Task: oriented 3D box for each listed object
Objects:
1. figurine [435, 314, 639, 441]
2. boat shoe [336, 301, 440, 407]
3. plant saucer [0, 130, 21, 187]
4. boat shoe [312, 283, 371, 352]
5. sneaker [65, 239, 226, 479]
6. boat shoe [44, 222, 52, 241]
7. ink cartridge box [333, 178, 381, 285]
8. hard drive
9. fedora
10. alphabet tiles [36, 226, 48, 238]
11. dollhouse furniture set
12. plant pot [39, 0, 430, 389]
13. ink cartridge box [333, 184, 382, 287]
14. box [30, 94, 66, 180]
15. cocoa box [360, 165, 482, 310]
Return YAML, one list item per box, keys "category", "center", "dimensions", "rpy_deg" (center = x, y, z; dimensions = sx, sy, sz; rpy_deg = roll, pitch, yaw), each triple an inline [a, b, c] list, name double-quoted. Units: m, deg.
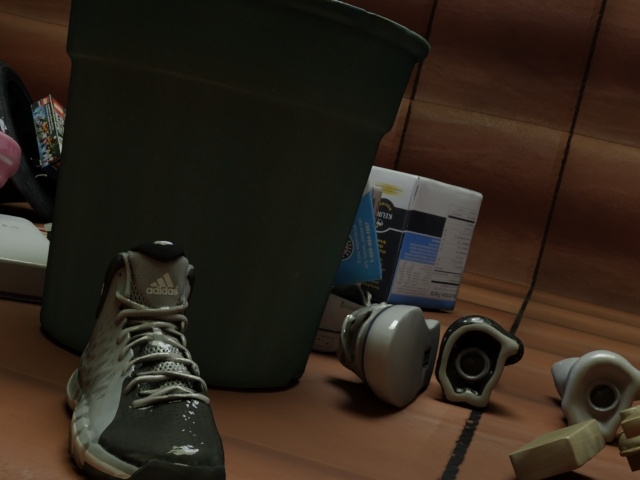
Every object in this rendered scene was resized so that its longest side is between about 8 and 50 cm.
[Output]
- category: "figurine"
  center: [0.234, 0.143, 1.129]
  dimensions: [0.215, 0.092, 0.209]
  rpy_deg: [15, 0, 7]
- category: "boat shoe"
  center: [0.060, 0.103, 1.019]
  dimensions: [0.088, 0.096, 0.267]
  rpy_deg: [10, 2, 14]
- category: "plant saucer"
  center: [-0.550, -0.099, 1.285]
  dimensions: [0.332, 0.084, 0.332]
  rpy_deg: [3, -11, 1]
- category: "boat shoe"
  center: [0.038, 0.089, 1.251]
  dimensions: [0.083, 0.075, 0.226]
  rpy_deg: [15, 4, 14]
- category: "sneaker"
  center: [-0.109, 0.067, 0.643]
  dimensions: [0.086, 0.132, 0.229]
  rpy_deg: [11, 4, -26]
- category: "boat shoe"
  center: [-0.283, 0.009, 1.365]
  dimensions: [0.081, 0.068, 0.228]
  rpy_deg: [2, -1, 23]
- category: "ink cartridge box"
  center: [-0.076, -0.038, 1.216]
  dimensions: [0.270, 0.198, 0.197]
  rpy_deg: [-8, 3, 2]
- category: "hard drive"
  center: [-0.407, 0.003, 1.160]
  dimensions: [0.210, 0.040, 0.319]
  rpy_deg: [11, 6, -26]
- category: "fedora"
  center: [-0.577, -0.157, 1.815]
  dimensions: [0.153, 0.333, 0.334]
  rpy_deg: [-17, 6, -3]
- category: "alphabet tiles"
  center: [-0.467, -0.010, 1.460]
  dimensions: [0.285, 0.011, 0.343]
  rpy_deg: [16, 5, 37]
- category: "dollhouse furniture set"
  center: [0.245, 0.195, 0.785]
  dimensions: [0.151, 0.123, 0.144]
  rpy_deg: [-23, -12, 22]
- category: "plant pot"
  center: [-0.102, -0.056, 0.964]
  dimensions: [0.341, 0.334, 0.341]
  rpy_deg: [13, 5, -1]
- category: "ink cartridge box"
  center: [0.000, 0.000, 1.507]
  dimensions: [0.115, 0.198, 0.273]
  rpy_deg: [14, 4, 11]
- category: "box"
  center: [-0.443, -0.144, 1.915]
  dimensions: [0.044, 0.159, 0.233]
  rpy_deg: [-26, -34, 10]
- category: "cocoa box"
  center: [0.077, -0.023, 1.894]
  dimensions: [0.347, 0.227, 0.231]
  rpy_deg: [16, 4, 39]
